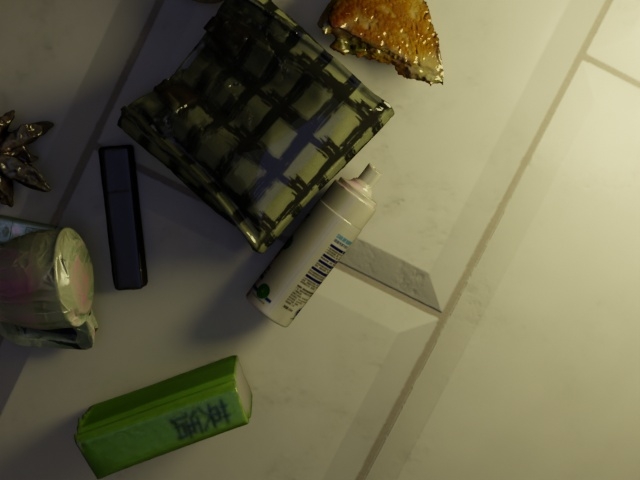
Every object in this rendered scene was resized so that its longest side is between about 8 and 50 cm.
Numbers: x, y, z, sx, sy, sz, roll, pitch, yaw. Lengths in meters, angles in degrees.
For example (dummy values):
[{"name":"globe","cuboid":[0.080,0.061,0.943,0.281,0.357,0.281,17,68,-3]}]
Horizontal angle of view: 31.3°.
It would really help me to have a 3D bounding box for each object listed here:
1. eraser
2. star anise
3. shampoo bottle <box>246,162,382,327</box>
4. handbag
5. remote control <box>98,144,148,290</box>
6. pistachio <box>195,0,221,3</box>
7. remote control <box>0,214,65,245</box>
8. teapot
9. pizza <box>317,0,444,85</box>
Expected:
[{"name":"eraser","cuboid":[-0.253,0.287,1.875,0.274,0.210,0.092,-19,97,0]},{"name":"star anise","cuboid":[-0.543,-0.160,1.875,0.209,0.089,0.231,-32,108,-5]},{"name":"shampoo bottle","cuboid":[0.000,0.000,1.899,0.092,0.092,0.303,36,96,-5]},{"name":"handbag","cuboid":[-0.103,-0.200,1.847,0.327,0.162,0.325,42,91,3]},{"name":"remote control","cuboid":[-0.333,-0.038,1.925,0.063,0.025,0.245,-5,97,4]},{"name":"pistachio","cuboid":[-0.223,-0.476,1.826,0.223,0.126,0.152,35,132,-6]},{"name":"remote control","cuboid":[-0.492,-0.008,1.929,0.125,0.018,0.053,10,98,-2]},{"name":"teapot","cuboid":[-0.467,0.077,1.883,0.178,0.221,0.163,-5,66,7]},{"name":"pizza","cuboid":[0.112,-0.345,1.876,0.226,0.069,0.147,22,75,-6]}]
